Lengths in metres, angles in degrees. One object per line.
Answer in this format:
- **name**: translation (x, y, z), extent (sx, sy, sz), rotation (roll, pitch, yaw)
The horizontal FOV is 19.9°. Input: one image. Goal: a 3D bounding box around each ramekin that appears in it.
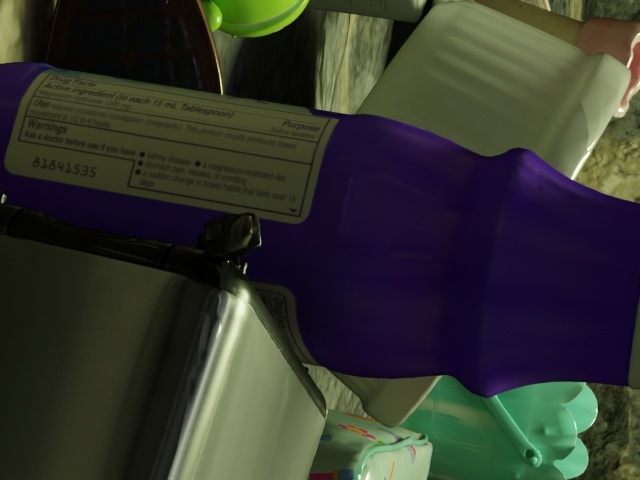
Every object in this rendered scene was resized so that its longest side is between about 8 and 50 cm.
- **ramekin**: translation (0.068, -0.027, 1.142), extent (0.273, 0.127, 0.273), rotation (-57, 178, -3)

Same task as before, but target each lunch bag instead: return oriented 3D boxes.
- **lunch bag**: translation (-0.007, 0.229, 1.229), extent (0.279, 0.108, 0.224), rotation (16, 87, -77)

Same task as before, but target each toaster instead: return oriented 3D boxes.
- **toaster**: translation (-0.095, 0.053, 0.560), extent (0.185, 0.168, 0.110), rotation (66, 37, -70)

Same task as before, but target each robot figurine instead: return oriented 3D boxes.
- **robot figurine**: translation (-0.038, -0.145, 0.890), extent (0.101, 0.067, 0.115), rotation (-47, 158, -14)

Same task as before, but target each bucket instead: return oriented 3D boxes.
- **bucket**: translation (0.191, 0.142, 1.868), extent (0.281, 0.183, 0.281), rotation (10, 90, -78)

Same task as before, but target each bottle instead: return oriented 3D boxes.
- **bottle**: translation (0.000, 0.000, 0.679), extent (0.118, 0.283, 0.092), rotation (55, 46, -70)

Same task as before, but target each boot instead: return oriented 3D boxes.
- **boot**: translation (-0.082, -0.050, 0.817), extent (0.106, 0.082, 0.219), rotation (-102, -171, -61)

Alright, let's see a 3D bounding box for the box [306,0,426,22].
- **box**: translation (0.028, -0.203, 1.095), extent (0.102, 0.087, 0.101), rotation (85, 19, -49)

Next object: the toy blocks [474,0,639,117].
- **toy blocks**: translation (0.262, -0.258, 1.161), extent (0.309, 0.260, 0.288), rotation (-61, 161, -20)

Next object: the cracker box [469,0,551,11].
- **cracker box**: translation (0.156, -0.190, 1.517), extent (0.156, 0.067, 0.232), rotation (51, 25, -74)
